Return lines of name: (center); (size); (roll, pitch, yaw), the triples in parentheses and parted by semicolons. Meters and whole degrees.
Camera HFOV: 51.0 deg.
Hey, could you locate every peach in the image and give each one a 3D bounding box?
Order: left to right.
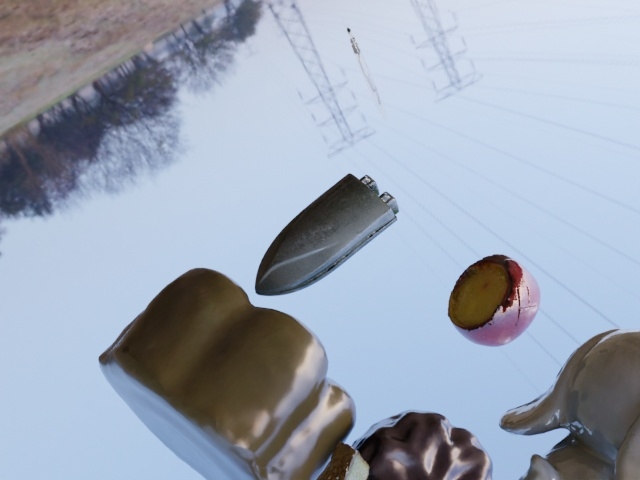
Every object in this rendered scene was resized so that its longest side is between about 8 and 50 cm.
peach: (0.389, 0.137, 1.521); (0.226, 0.196, 0.190); (-18, -126, -38)

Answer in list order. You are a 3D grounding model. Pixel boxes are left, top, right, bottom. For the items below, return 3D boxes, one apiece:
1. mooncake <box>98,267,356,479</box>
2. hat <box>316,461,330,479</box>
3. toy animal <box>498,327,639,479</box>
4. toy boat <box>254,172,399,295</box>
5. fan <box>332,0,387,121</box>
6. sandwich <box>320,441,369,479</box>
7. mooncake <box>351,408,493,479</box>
mooncake: (-0.174, 0.286, 1.257); (0.467, 0.467, 0.262); (-2, -141, 49)
hat: (-0.015, 0.614, 1.580); (0.082, 0.193, 0.193); (1, -158, -5)
toy animal: (0.330, 0.240, 0.792); (0.249, 0.174, 0.289); (-11, -131, 47)
toy boat: (0.000, 0.000, 1.292); (0.319, 0.092, 0.141); (-38, -126, -8)
fan: (0.059, -0.351, 1.181); (0.009, 0.329, 0.190); (-22, -146, 14)
sandwich: (0.036, 0.358, 0.999); (0.036, 0.105, 0.093); (15, -113, 29)
mooncake: (0.177, 0.437, 1.170); (0.283, 0.283, 0.141); (-34, 177, -14)
